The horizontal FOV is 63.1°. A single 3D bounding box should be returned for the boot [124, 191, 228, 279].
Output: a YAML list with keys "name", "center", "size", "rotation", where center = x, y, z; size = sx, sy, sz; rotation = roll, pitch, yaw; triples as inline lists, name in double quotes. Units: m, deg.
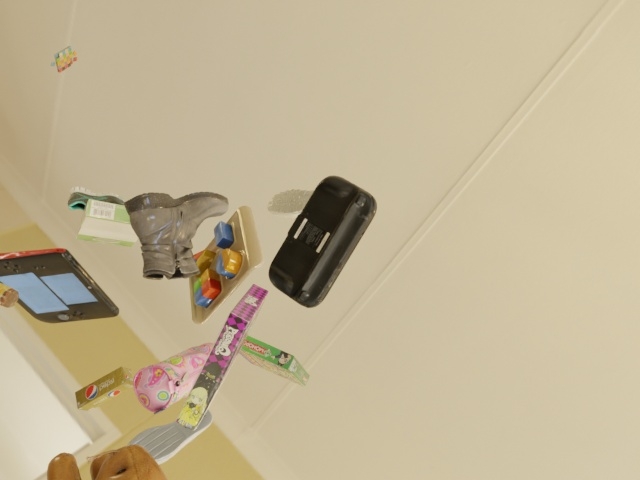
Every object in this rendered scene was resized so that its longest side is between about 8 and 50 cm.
- name: "boot"
  center: [-0.357, -0.008, 1.382]
  size: [0.118, 0.338, 0.222]
  rotation: [-20, -96, 35]

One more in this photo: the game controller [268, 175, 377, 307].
- name: "game controller"
  center: [0.000, 0.000, 1.266]
  size: [0.167, 0.067, 0.319]
  rotation: [33, -87, 29]

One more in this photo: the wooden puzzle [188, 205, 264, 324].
- name: "wooden puzzle"
  center: [-0.356, 0.073, 1.820]
  size: [0.348, 0.081, 0.322]
  rotation: [-43, -140, 21]

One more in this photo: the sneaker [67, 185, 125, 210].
- name: "sneaker"
  center: [-0.657, -0.103, 1.527]
  size: [0.167, 0.076, 0.065]
  rotation: [9, -41, -5]

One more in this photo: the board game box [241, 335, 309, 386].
- name: "board game box"
  center: [-0.157, 0.373, 1.633]
  size: [0.214, 0.046, 0.317]
  rotation: [19, -20, 16]

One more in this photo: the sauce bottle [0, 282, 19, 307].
- name: "sauce bottle"
  center: [-0.682, 0.098, 1.066]
  size: [0.128, 0.042, 0.042]
  rotation: [18, -60, 10]

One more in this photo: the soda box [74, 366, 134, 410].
- name: "soda box"
  center: [-0.694, 0.479, 1.683]
  size: [0.181, 0.058, 0.061]
  rotation: [-29, -120, 3]

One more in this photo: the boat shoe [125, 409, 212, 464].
- name: "boat shoe"
  center: [-0.452, 0.602, 1.555]
  size: [0.109, 0.302, 0.094]
  rotation: [45, -56, 24]

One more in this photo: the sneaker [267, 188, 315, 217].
- name: "sneaker"
  center: [-0.035, -0.089, 1.478]
  size: [0.235, 0.090, 0.094]
  rotation: [-1, -33, 17]

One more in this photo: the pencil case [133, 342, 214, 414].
- name: "pencil case"
  center: [-0.355, 0.350, 1.358]
  size: [0.124, 0.284, 0.124]
  rotation: [0, -90, 17]

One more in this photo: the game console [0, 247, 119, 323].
- name: "game console"
  center: [-0.964, 0.174, 1.879]
  size: [0.342, 0.060, 0.386]
  rotation: [-4, -42, 13]

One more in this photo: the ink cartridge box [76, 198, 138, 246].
- name: "ink cartridge box"
  center: [-0.608, -0.045, 1.524]
  size: [0.235, 0.171, 0.056]
  rotation: [-25, -120, 56]

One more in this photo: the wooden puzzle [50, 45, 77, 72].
- name: "wooden puzzle"
  center: [-0.616, -0.436, 1.255]
  size: [0.006, 0.083, 0.049]
  rotation: [28, -38, 6]

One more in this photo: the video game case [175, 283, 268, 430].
- name: "video game case"
  center: [-0.169, 0.198, 0.945]
  size: [0.042, 0.232, 0.210]
  rotation: [27, -83, -1]

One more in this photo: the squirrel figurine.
- name: "squirrel figurine"
  center: [-0.483, 0.645, 1.120]
  size: [0.371, 0.281, 0.396]
  rotation: [-28, -130, 13]
